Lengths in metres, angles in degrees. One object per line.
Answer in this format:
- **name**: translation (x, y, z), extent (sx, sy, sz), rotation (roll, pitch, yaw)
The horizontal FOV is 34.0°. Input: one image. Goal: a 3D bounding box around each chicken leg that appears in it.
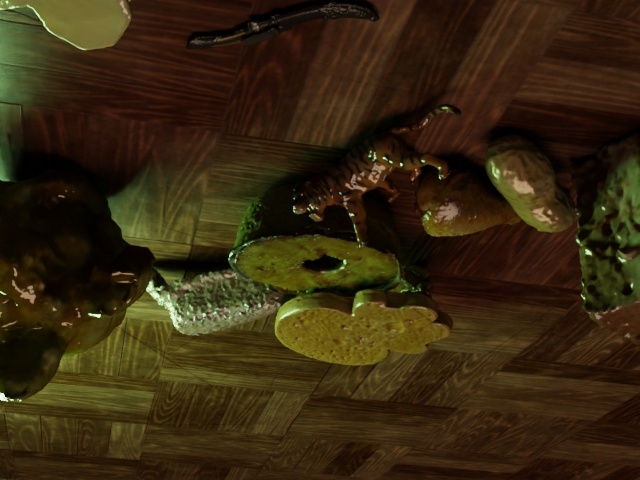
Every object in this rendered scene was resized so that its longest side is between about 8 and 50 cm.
- **chicken leg**: translation (0.236, -0.045, 1.426), extent (0.251, 0.087, 0.107), rotation (5, 165, -22)

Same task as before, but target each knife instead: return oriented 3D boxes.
- **knife**: translation (-0.048, -0.232, 1.134), extent (0.222, 0.021, 0.045), rotation (-7, 155, 15)

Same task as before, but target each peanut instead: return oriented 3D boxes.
- **peanut**: translation (0.276, -0.069, 1.351), extent (0.080, 0.080, 0.174), rotation (-19, 133, 35)

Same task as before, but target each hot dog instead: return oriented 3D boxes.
- **hot dog**: translation (0.121, 0.127, 1.736), extent (0.072, 0.109, 0.269), rotation (4, 152, -20)

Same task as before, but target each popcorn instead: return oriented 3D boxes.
- **popcorn**: translation (-0.401, 0.067, 1.409), extent (0.321, 0.326, 0.290), rotation (1, 158, -19)

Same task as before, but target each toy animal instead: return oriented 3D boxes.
- **toy animal**: translation (0.085, -0.105, 1.321), extent (0.116, 0.114, 0.255), rotation (41, 126, -10)

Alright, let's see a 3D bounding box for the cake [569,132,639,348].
- **cake**: translation (0.496, -0.008, 1.303), extent (0.282, 0.256, 0.290), rotation (25, 141, -35)

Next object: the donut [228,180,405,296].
- **donut**: translation (0.000, 0.000, 1.511), extent (0.272, 0.107, 0.272), rotation (3, 158, 1)

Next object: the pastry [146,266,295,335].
- **pastry**: translation (-0.160, 0.092, 1.682), extent (0.265, 0.112, 0.103), rotation (-4, 160, 11)

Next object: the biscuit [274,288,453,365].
- **biscuit**: translation (0.063, 0.130, 1.622), extent (0.288, 0.044, 0.202), rotation (-17, 139, 34)

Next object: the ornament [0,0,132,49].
- **ornament**: translation (-0.273, -0.277, 1.022), extent (0.201, 0.059, 0.180), rotation (16, 147, -22)
